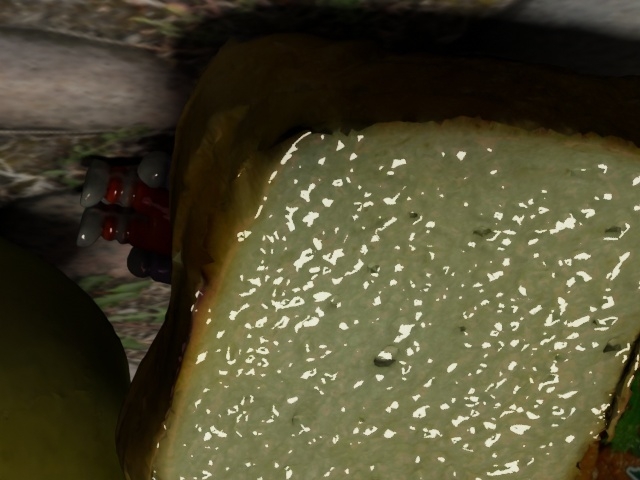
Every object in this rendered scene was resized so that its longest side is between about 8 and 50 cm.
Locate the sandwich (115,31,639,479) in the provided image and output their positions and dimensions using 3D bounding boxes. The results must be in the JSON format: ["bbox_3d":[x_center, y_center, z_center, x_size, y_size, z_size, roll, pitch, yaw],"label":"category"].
[{"bbox_3d":[0.034,0.035,0.857,0.226,0.087,0.251,3,124,-19],"label":"sandwich"}]

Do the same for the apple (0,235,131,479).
[{"bbox_3d":[-0.218,0.122,0.979,0.254,0.292,0.292,-5,160,-8],"label":"apple"}]

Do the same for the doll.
[{"bbox_3d":[0.000,0.000,0.934,0.227,0.075,0.102,12,145,-5],"label":"doll"}]

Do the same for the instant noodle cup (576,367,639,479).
[{"bbox_3d":[0.155,0.182,1.162,0.296,0.296,0.214,0,167,-7],"label":"instant noodle cup"}]
